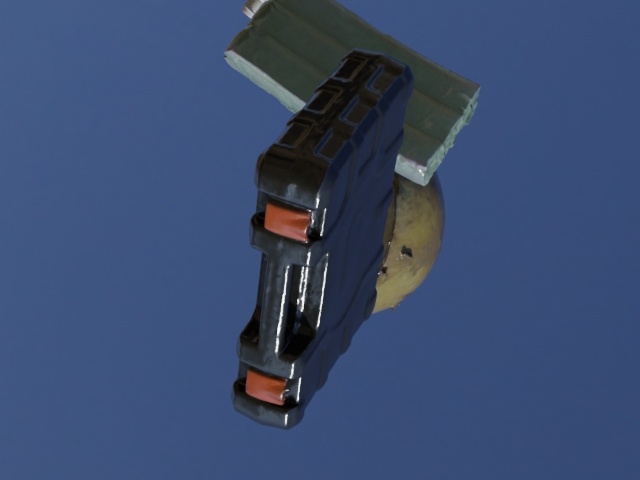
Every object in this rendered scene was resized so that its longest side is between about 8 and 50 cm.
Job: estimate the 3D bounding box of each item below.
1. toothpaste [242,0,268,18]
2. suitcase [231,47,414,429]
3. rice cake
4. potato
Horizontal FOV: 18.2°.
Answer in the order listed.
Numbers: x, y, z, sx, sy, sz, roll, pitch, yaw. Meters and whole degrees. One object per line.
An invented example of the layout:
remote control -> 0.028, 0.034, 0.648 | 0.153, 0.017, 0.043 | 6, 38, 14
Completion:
toothpaste -> -0.029, -0.354, 2.498 | 0.190, 0.048, 0.031 | -49, -136, 6
suitcase -> 0.001, 0.000, 1.684 | 0.066, 0.285, 0.206 | 20, -140, 14
rice cake -> 0.031, -0.158, 1.952 | 0.127, 0.237, 0.043 | -55, 176, -21
potato -> 0.060, -0.032, 2.199 | 0.299, 0.116, 0.239 | -39, -124, 58
